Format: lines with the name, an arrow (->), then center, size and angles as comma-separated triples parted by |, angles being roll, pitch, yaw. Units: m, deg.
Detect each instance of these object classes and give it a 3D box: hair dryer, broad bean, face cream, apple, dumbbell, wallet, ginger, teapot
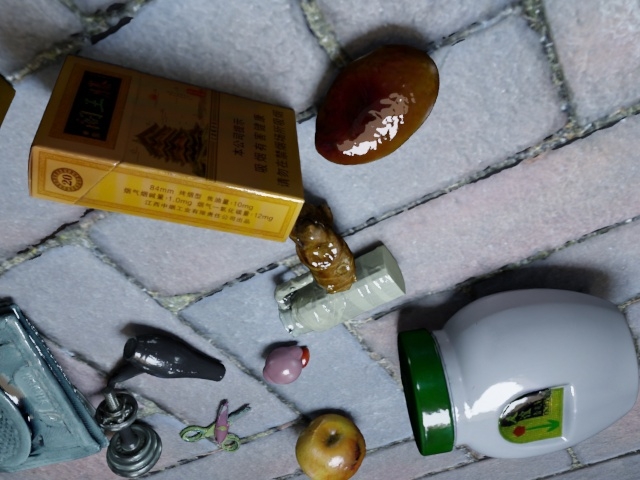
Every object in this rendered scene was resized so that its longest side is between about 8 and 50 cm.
hair dryer -> -0.307, 0.237, 1.121 | 0.219, 0.075, 0.196 | -25, 143, 32
broad bean -> 0.065, -0.159, 0.736 | 0.114, 0.084, 0.165 | 27, 120, -24
face cream -> 0.322, 0.227, 1.049 | 0.358, 0.219, 0.312 | -10, 119, 1
apple -> 0.024, 0.427, 1.281 | 0.147, 0.146, 0.146 | -3, 135, -3
dumbbell -> -0.377, 0.359, 1.192 | 0.110, 0.110, 0.254 | -5, 132, -2
wallet -> -0.541, 0.269, 1.053 | 0.237, 0.075, 0.341 | -12, 121, 9
ginger -> 0.000, 0.000, 0.881 | 0.073, 0.103, 0.162 | -32, 140, -6
teapot -> 0.021, 0.078, 0.975 | 0.201, 0.077, 0.107 | -28, 127, 20

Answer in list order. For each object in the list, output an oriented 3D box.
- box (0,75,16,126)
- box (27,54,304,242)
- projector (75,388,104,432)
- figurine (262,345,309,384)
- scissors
box -> -0.584, -0.130, 0.665 | 0.416, 0.115, 0.264 | -24, 134, 16
box -> -0.162, -0.102, 0.700 | 0.274, 0.174, 0.076 | 11, 132, -17
projector -> -0.494, 0.345, 1.193 | 0.115, 0.061, 0.147 | -8, 136, 3
figurine -> -0.063, 0.223, 1.118 | 0.071, 0.067, 0.083 | 17, 117, -49
scissors -> -0.207, 0.388, 1.300 | 0.134, 0.020, 0.187 | 20, 131, -19
